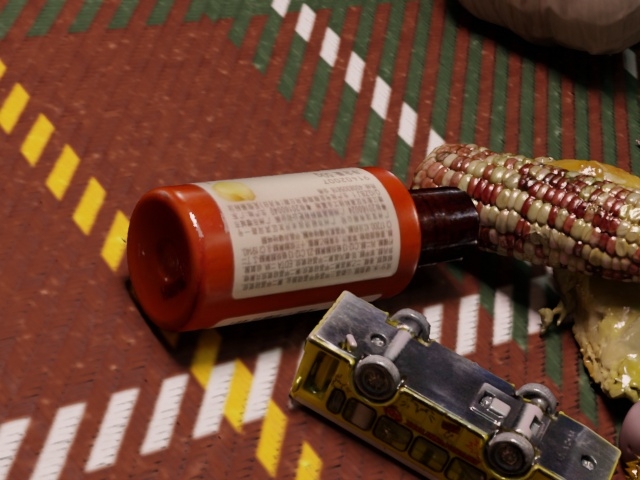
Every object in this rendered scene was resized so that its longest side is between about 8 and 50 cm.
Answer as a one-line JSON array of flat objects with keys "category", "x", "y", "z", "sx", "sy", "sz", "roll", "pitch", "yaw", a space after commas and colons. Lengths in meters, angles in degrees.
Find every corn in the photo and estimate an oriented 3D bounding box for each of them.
[{"category": "corn", "x": 0.188, "y": -0.018, "z": 1.215, "sx": 0.253, "sy": 0.086, "sz": 0.086, "roll": 17, "pitch": 30, "yaw": 29}]

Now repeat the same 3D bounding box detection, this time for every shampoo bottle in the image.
[{"category": "shampoo bottle", "x": 0.000, "y": 0.000, "z": 1.126, "sx": 0.278, "sy": 0.104, "sz": 0.104, "roll": -7, "pitch": 45, "yaw": -36}]

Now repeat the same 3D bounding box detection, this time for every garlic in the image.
[{"category": "garlic", "x": 0.286, "y": -0.339, "z": 1.588, "sx": 0.317, "sy": 0.259, "sz": 0.317, "roll": -2, "pitch": 61, "yaw": 4}]

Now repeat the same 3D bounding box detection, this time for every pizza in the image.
[{"category": "pizza", "x": 0.288, "y": 0.046, "z": 1.252, "sx": 0.280, "sy": 0.075, "sz": 0.287, "roll": 24, "pitch": 35, "yaw": 2}]

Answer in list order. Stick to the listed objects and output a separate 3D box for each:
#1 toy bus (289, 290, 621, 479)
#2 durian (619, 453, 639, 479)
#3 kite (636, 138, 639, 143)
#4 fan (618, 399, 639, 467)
[{"category": "toy bus", "x": 0.094, "y": 0.120, "z": 1.048, "sx": 0.226, "sy": 0.074, "sz": 0.081, "roll": 28, "pitch": 37, "yaw": 7}, {"category": "durian", "x": 0.269, "y": 0.196, "z": 1.008, "sx": 0.158, "sy": 0.137, "sz": 0.168, "roll": 26, "pitch": 44, "yaw": 38}, {"category": "kite", "x": 0.380, "y": -0.079, "z": 1.523, "sx": 0.139, "sy": 0.011, "sz": 0.156, "roll": 17, "pitch": 37, "yaw": -13}, {"category": "fan", "x": 0.328, "y": 0.118, "z": 1.155, "sx": 0.244, "sy": 0.130, "sz": 0.074, "roll": -20, "pitch": 48, "yaw": -27}]
